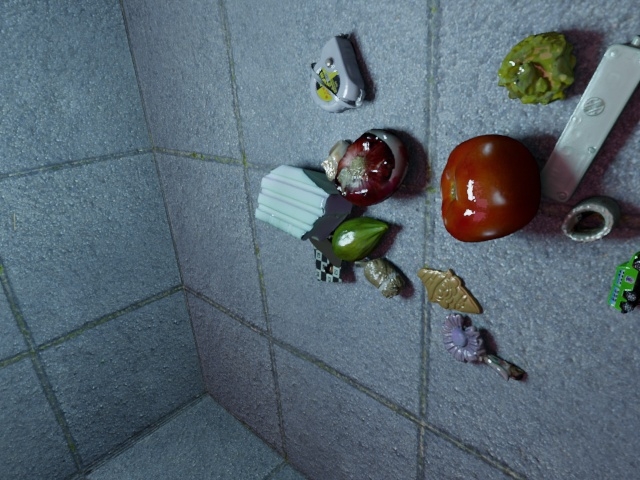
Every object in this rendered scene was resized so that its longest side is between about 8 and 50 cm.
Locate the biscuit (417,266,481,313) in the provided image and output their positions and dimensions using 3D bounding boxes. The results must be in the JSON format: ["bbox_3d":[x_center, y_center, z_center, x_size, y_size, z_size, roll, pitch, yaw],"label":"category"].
[{"bbox_3d":[0.439,0.175,1.436,0.250,0.035,0.163,33,134,30],"label":"biscuit"}]

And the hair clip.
[{"bbox_3d":[0.532,0.374,1.401,0.300,0.069,0.173,35,131,31],"label":"hair clip"}]

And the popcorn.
[{"bbox_3d":[0.524,-0.403,0.993,0.173,0.142,0.174,-1,89,30],"label":"popcorn"}]

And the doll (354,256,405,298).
[{"bbox_3d":[0.226,0.125,1.580,0.221,0.105,0.115,46,178,32],"label":"doll"}]

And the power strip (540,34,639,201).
[{"bbox_3d":[0.638,-0.274,0.978,0.091,0.062,0.386,36,132,30],"label":"power strip"}]

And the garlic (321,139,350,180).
[{"bbox_3d":[0.084,-0.280,1.548,0.124,0.099,0.175,-25,94,30],"label":"garlic"}]

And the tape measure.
[{"bbox_3d":[0.050,-0.543,1.423,0.197,0.120,0.236,-20,89,43],"label":"tape measure"}]

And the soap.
[{"bbox_3d":[-0.075,-0.153,1.654,0.446,0.156,0.262,24,103,49],"label":"soap"}]

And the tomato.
[{"bbox_3d":[0.449,-0.136,1.101,0.226,0.299,0.299,4,119,1],"label":"tomato"}]

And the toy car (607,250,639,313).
[{"bbox_3d":[0.765,0.097,1.022,0.062,0.071,0.165,31,131,51],"label":"toy car"}]

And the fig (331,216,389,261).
[{"bbox_3d":[0.145,-0.023,1.554,0.167,0.167,0.234,48,120,19],"label":"fig"}]

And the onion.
[{"bbox_3d":[0.189,-0.235,1.409,0.271,0.195,0.272,-15,65,34],"label":"onion"}]

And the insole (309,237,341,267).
[{"bbox_3d":[0.000,0.000,1.772,0.328,0.007,0.111,50,140,38],"label":"insole"}]

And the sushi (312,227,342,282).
[{"bbox_3d":[0.042,0.038,1.769,0.192,0.043,0.280,-7,89,55],"label":"sushi"}]

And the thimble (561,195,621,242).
[{"bbox_3d":[0.671,-0.052,1.030,0.102,0.090,0.115,49,136,18],"label":"thimble"}]
